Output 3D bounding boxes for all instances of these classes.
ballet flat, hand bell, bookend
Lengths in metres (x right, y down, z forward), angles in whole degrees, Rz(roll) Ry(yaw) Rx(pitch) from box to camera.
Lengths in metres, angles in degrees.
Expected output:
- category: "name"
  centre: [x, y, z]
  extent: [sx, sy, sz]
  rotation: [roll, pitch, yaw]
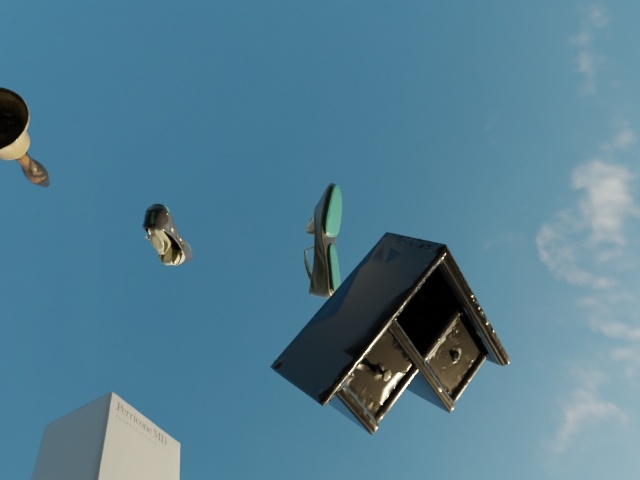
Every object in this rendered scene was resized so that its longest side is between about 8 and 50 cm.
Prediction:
- category: "ballet flat"
  centre: [-0.323, 0.009, 1.090]
  extent: [0.074, 0.203, 0.074]
  rotation: [-2, -125, 3]
- category: "hand bell"
  centre: [-0.552, -0.156, 0.957]
  extent: [0.126, 0.242, 0.126]
  rotation: [2, -110, -5]
- category: "bookend"
  centre: [0.068, 0.105, 0.446]
  extent: [0.157, 0.072, 0.156]
  rotation: [-47, -59, -19]
- category: "ballet flat"
  centre: [0.000, 0.000, 0.962]
  extent: [0.068, 0.072, 0.214]
  rotation: [-1, -94, 25]

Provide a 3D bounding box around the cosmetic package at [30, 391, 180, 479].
- category: "cosmetic package"
  centre: [-0.369, 0.519, 0.875]
  extent: [0.161, 0.453, 0.230]
  rotation: [-29, -54, 6]
